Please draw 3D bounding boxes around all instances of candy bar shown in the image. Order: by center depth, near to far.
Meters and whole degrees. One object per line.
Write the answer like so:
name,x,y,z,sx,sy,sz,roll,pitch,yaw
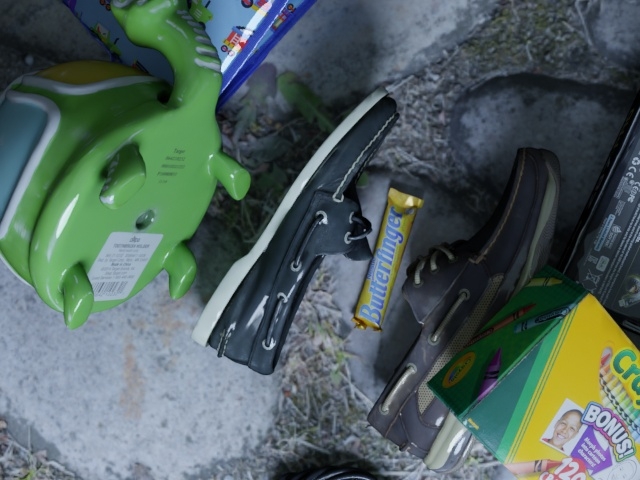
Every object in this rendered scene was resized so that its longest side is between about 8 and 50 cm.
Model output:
candy bar,0.073,0.024,1.051,0.040,0.018,0.162,17,91,8

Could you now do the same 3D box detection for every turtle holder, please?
turtle holder,-0.229,-0.089,0.967,0.227,0.243,0.320,38,135,23

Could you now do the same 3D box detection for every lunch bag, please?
lunch bag,-0.141,-0.282,1.038,0.221,0.138,0.293,43,104,3

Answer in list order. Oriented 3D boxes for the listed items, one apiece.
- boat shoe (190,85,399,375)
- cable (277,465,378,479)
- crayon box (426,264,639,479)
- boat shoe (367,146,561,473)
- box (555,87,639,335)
boat shoe,-0.001,0.001,1.007,0.113,0.127,0.340,37,96,5
cable,0.023,0.325,1.039,0.150,0.047,0.184,-42,84,5
crayon box,0.254,0.177,0.924,0.165,0.081,0.278,-45,115,0
boat shoe,0.146,0.062,0.985,0.130,0.132,0.356,21,91,7
box,0.458,-0.058,0.963,0.318,0.097,0.395,24,92,9
